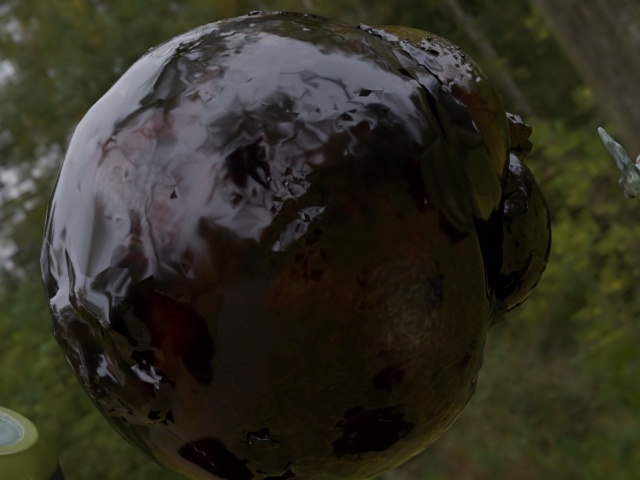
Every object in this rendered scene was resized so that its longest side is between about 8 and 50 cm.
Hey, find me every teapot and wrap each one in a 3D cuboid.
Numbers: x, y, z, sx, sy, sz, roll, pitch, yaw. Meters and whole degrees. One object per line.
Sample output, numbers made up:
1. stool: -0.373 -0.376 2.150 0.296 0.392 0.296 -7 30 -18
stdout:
1. teapot: -0.237 0.179 1.236 0.165 0.130 0.119 -44 -33 -70

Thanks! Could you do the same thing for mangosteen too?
1. mangosteen: -0.024 0.003 1.486 0.381 0.381 0.421 -35 3 29

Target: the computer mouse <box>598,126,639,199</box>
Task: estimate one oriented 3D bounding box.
1. computer mouse: 0.420 0.012 1.852 0.115 0.389 0.199 -43 3 4
